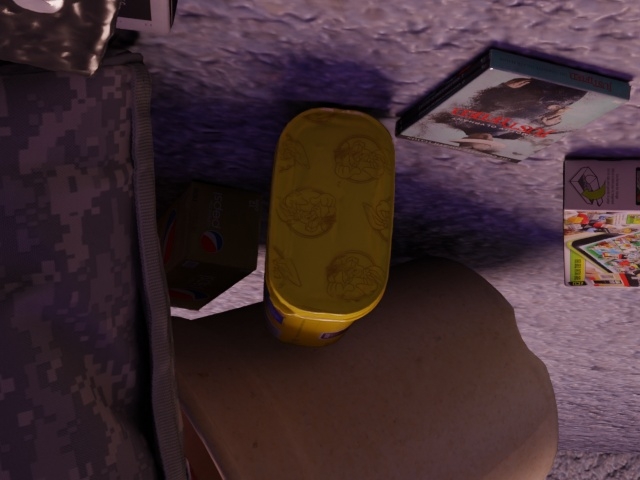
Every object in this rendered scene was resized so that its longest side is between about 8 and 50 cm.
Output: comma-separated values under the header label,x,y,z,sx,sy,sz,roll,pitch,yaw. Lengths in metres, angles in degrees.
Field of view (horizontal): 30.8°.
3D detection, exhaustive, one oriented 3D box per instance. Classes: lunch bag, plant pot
label,x,y,z,sx,sy,sz,roll,pitch,yaw
lunch bag,-0.203,0.045,0.622,0.255,0.305,0.212,-3,-172,8
plant pot,0.011,0.163,0.949,0.305,0.334,0.334,-23,178,-27

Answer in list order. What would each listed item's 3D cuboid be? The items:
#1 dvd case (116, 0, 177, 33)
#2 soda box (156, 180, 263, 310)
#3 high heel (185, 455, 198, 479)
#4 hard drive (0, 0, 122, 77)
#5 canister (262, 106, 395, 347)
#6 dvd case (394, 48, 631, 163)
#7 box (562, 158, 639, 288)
label,x,y,z,sx,sy,sz,roll,pitch,yaw
dvd case,-0.144,-0.148,0.434,0.179,0.030,0.239,6,164,-5
soda box,-0.101,0.009,0.934,0.058,0.061,0.181,10,164,-19
high heel,-0.212,0.128,0.771,0.181,0.127,0.377,20,-157,-52
hard drive,-0.139,-0.162,0.247,0.236,0.064,0.339,10,158,-13
canister,0.000,0.000,0.755,0.073,0.126,0.170,5,167,-4
dvd case,0.106,-0.073,0.662,0.087,0.013,0.119,10,165,-20
box,0.229,-0.007,0.823,0.114,0.036,0.207,1,164,13
